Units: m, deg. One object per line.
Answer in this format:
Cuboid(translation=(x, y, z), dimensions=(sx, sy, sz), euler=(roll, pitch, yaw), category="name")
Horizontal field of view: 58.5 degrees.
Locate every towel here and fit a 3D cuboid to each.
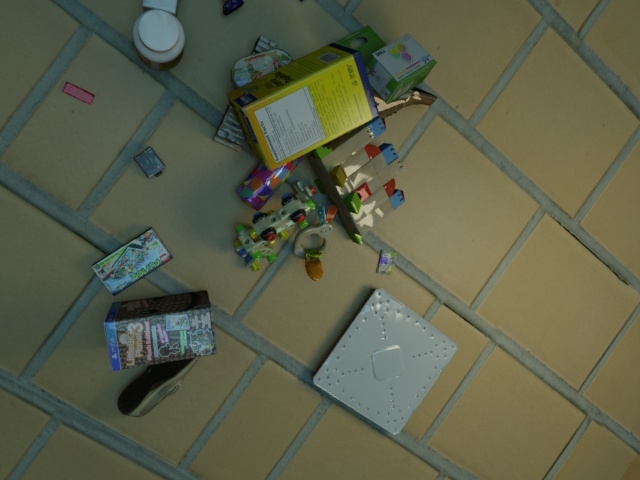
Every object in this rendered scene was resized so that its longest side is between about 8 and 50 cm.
Cuboid(translation=(0.227, 0.076, 1.951), dimensions=(0.060, 0.009, 0.084), euler=(11, 95, -15), category="towel")

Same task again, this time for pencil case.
Cuboid(translation=(-0.157, -0.204, 1.765), dimensions=(0.104, 0.104, 0.236), euler=(42, 84, -17), category="pencil case")

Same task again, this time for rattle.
Cuboid(translation=(0.000, 0.000, 1.789), dimensions=(0.130, 0.143, 0.200), euler=(34, 112, -15), category="rattle")

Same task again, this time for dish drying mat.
Cuboid(translation=(-0.691, -0.421, 1.634), dimensions=(0.083, 0.008, 0.032), euler=(24, 91, -16), category="dish drying mat")

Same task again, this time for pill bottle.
Cuboid(translation=(-0.439, -0.548, 1.558), dimensions=(0.136, 0.245, 0.137), euler=(-2, 99, -15), category="pill bottle")

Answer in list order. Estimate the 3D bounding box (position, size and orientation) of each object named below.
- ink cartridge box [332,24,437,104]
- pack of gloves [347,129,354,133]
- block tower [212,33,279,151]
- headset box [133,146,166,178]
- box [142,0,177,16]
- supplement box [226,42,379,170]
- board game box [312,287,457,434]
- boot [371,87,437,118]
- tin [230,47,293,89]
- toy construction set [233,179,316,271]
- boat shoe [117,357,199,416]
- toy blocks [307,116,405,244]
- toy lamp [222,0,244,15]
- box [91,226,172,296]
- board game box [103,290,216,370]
Cuboid(translation=(0.192, -0.563, 1.727), dimensions=(0.188, 0.097, 0.255), euler=(-38, 84, -32), category="ink cartridge box")
Cuboid(translation=(0.089, -0.467, 1.827), dimensions=(0.232, 0.046, 0.195), euler=(-43, 107, -16), category="pack of gloves")
Cuboid(translation=(-0.213, -0.438, 1.715), dimensions=(0.090, 0.097, 0.336), euler=(24, 93, -17), category="block tower")
Cuboid(translation=(-0.504, -0.227, 1.699), dimensions=(0.062, 0.032, 0.083), euler=(-37, 104, -7), category="headset box")
Cuboid(translation=(-0.437, -0.714, 1.595), dimensions=(0.090, 0.130, 0.171), euler=(9, 95, -15), category="box")
Cuboid(translation=(-0.050, -0.381, 1.604), dimensions=(0.356, 0.195, 0.194), euler=(-28, 122, -9), category="supplement box")
Cuboid(translation=(0.225, 0.418, 1.979), dimensions=(0.389, 0.050, 0.390), euler=(36, 87, -17), category="board game box")
Cuboid(translation=(0.228, -0.445, 1.824), dimensions=(0.305, 0.112, 0.115), euler=(1, 112, -20), category="boot")
Cuboid(translation=(-0.168, -0.489, 1.655), dimensions=(0.189, 0.040, 0.106), euler=(-19, 106, -13), category="tin")
Cuboid(translation=(-0.124, -0.049, 1.744), dimensions=(0.151, 0.215, 0.328), euler=(42, 83, 16), category="toy construction set")
Cuboid(translation=(-0.485, 0.431, 1.775), dimensions=(0.302, 0.109, 0.098), euler=(-43, 146, -6), category="boat shoe")
Cuboid(translation=(0.143, -0.210, 1.813), dimensions=(0.260, 0.190, 0.382), euler=(-37, 116, -16), category="toy blocks")
Cuboid(translation=(-0.327, -0.788, 1.643), dimensions=(0.080, 0.080, 0.275), euler=(-34, 106, -8), category="toy lamp")
Cuboid(translation=(-0.565, 0.063, 1.723), dimensions=(0.206, 0.036, 0.114), euler=(-34, 105, -8), category="box")
Cuboid(translation=(-0.464, 0.256, 1.677), dimensions=(0.290, 0.232, 0.141), euler=(-7, 99, -14), category="board game box")
